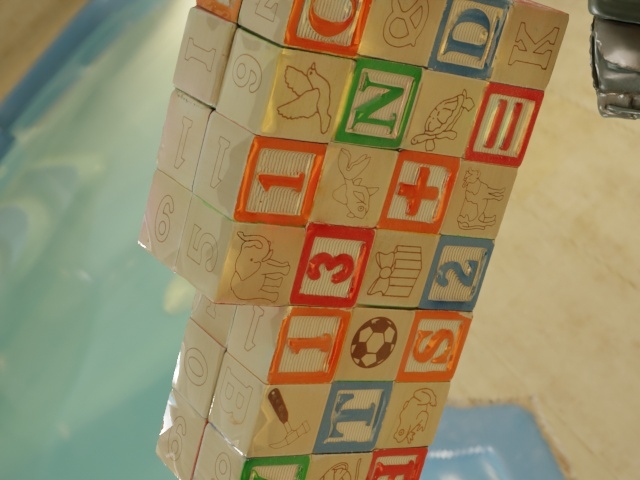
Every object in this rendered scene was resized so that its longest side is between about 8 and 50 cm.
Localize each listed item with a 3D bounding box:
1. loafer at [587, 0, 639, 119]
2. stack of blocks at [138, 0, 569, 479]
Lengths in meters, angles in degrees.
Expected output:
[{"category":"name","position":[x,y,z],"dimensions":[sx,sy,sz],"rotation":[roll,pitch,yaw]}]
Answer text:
[{"category":"loafer","position":[0.236,-0.074,0.645],"dimensions":[0.096,0.084,0.267],"rotation":[-9,23,-30]},{"category":"stack of blocks","position":[0.000,0.000,0.696],"dimensions":[0.087,0.171,0.297],"rotation":[34,114,50]}]
